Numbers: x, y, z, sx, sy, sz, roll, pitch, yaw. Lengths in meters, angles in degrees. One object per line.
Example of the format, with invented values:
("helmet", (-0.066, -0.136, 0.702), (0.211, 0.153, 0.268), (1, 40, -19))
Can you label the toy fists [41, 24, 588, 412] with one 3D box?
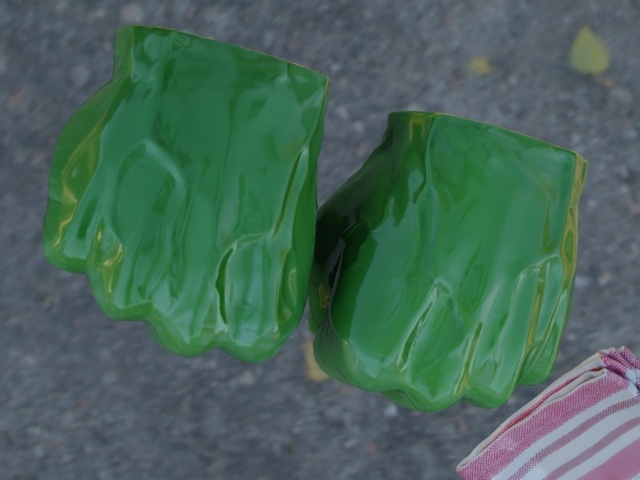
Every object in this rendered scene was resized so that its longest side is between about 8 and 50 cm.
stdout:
("toy fists", (0.000, 0.000, 0.909), (0.279, 0.096, 0.142), (16, 82, -26))

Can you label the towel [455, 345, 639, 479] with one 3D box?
("towel", (0.193, 0.164, 1.107), (0.197, 0.144, 0.029), (42, 37, -4))
